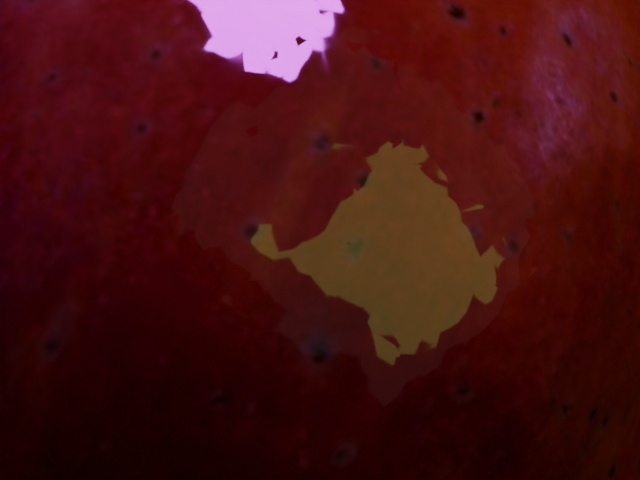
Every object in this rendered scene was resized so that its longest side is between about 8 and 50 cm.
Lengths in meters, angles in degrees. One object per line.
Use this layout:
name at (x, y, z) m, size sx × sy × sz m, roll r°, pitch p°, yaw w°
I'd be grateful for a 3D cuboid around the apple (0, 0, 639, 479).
apple at (0.000, 0.000, 0.635) m, size 0.328 × 0.295 × 0.365 m, roll 83°, pitch 26°, yaw -50°
